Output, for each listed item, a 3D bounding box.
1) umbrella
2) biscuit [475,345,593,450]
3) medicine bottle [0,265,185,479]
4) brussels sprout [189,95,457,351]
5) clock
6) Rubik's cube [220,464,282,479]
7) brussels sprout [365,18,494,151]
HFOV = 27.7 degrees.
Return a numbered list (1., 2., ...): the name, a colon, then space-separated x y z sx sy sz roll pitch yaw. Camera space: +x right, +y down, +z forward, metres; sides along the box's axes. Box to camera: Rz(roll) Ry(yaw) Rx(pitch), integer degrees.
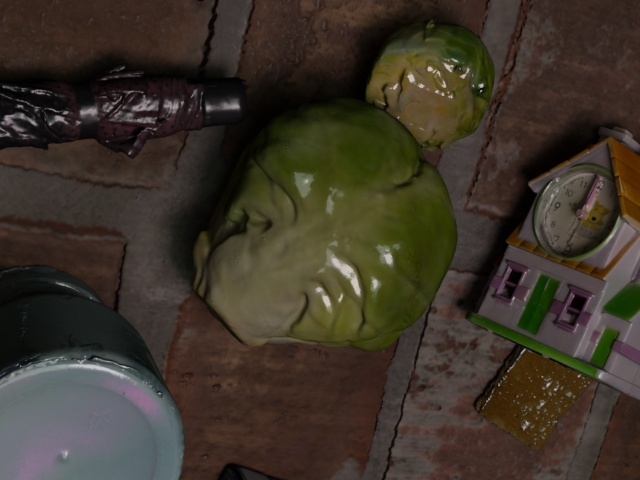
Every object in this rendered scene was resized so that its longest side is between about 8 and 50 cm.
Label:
1. umbrella: -0.236 -0.144 1.409 0.326 0.094 0.090 -6 119 -19
2. biscuit: 0.320 0.166 1.772 0.131 0.026 0.237 33 96 -29
3. medicine bottle: -0.294 0.167 1.398 0.244 0.290 0.245 -8 114 -17
4. brussels sprout: 0.013 0.001 1.472 0.273 0.243 0.317 25 101 -21
5. clock: 0.348 0.010 1.613 0.166 0.235 0.310 28 87 -44
6. Rubik's cube: -0.024 0.498 1.627 0.293 0.287 0.292 27 99 -26
7. brussels sprout: 0.130 -0.189 1.515 0.151 0.122 0.149 -23 114 29
